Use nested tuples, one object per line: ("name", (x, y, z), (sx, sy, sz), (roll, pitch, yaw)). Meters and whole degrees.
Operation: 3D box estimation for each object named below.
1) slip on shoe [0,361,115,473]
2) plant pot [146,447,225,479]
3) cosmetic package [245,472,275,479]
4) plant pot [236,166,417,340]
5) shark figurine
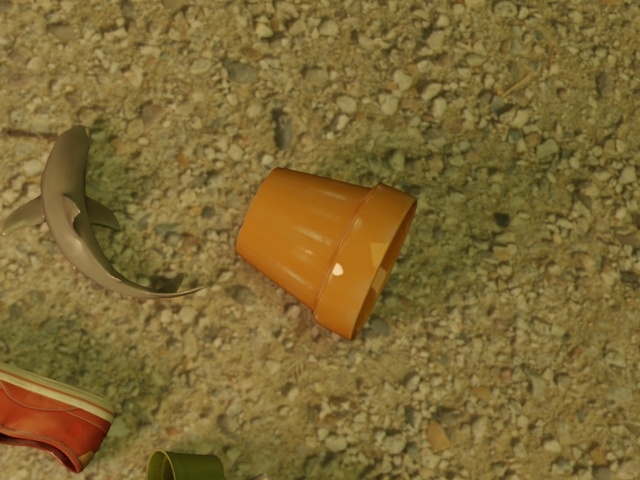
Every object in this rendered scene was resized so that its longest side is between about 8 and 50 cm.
("slip on shoe", (-0.412, 0.196, 1.742), (0.331, 0.123, 0.101), (20, 72, -17))
("plant pot", (-0.163, 0.297, 1.816), (0.079, 0.083, 0.083), (-1, 73, -31))
("cosmetic package", (-0.100, 0.417, 1.781), (0.127, 0.107, 0.238), (38, 63, -8))
("plant pot", (0.000, 0.000, 1.909), (0.188, 0.205, 0.205), (25, 66, 7))
("shark figurine", (-0.287, -0.008, 1.849), (0.166, 0.116, 0.278), (-35, 84, -23))
